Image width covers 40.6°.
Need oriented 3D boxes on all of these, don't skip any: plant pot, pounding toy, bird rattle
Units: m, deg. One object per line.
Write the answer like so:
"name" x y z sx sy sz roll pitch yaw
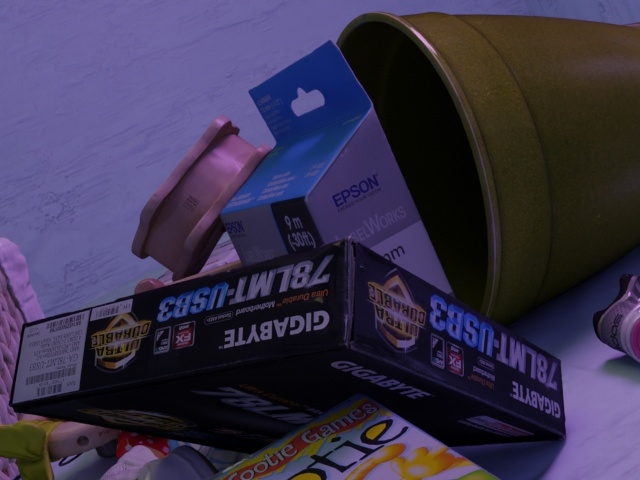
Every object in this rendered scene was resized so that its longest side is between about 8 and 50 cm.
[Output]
"plant pot" 0.239 -0.099 0.968 0.353 0.366 0.366 -16 6 -18
"pounding toy" -0.130 -0.010 1.070 0.269 0.155 0.154 -54 -4 -18
"bird rattle" -0.276 0.203 1.031 0.253 0.143 0.207 -28 22 -3

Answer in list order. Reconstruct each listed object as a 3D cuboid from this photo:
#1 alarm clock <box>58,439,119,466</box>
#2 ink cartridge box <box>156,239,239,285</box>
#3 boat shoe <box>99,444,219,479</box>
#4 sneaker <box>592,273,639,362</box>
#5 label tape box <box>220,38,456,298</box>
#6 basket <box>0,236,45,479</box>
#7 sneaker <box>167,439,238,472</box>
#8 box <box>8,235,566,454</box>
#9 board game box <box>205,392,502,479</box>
"alarm clock" -0.263 0.239 1.146 0.192 0.064 0.129 -34 12 -32
"ink cartridge box" -0.218 0.088 1.724 0.197 0.114 0.273 -22 8 13
"boat shoe" -0.138 0.236 0.726 0.096 0.098 0.277 -33 5 -29
"sneaker" 0.299 0.044 0.743 0.170 0.063 0.075 -34 18 -22
"label tape box" 0.000 0.000 0.882 0.115 0.347 0.249 -29 10 -22
"basket" -0.583 0.198 1.237 0.328 0.331 0.266 -7 18 27
"sneaker" -0.127 0.201 0.938 0.086 0.085 0.237 -52 4 2
"box" -0.015 0.103 0.635 0.293 0.073 0.295 -13 -26 34
"board game box" 0.031 0.186 0.377 0.142 0.144 0.275 -27 8 -14
